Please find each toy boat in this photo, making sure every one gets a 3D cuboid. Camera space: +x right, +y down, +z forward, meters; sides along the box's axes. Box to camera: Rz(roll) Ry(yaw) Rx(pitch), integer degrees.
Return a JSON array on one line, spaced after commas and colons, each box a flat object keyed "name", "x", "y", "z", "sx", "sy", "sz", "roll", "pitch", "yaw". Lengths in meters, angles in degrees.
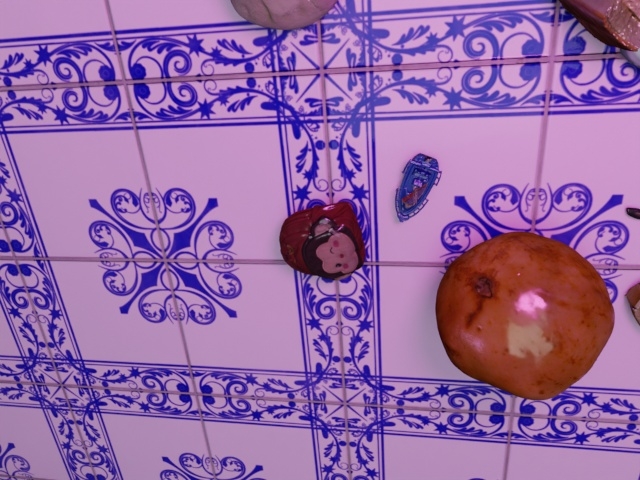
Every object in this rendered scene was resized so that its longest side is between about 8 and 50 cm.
[{"name": "toy boat", "x": 0.221, "y": -0.112, "z": 1.230, "sx": 0.091, "sy": 0.110, "sz": 0.175, "roll": 21, "pitch": 120, "yaw": 1}]

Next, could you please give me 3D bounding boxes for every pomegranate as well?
[{"name": "pomegranate", "x": 0.474, "y": 0.174, "z": 1.203, "sx": 0.409, "sy": 0.410, "sz": 0.411, "roll": 4, "pitch": 117, "yaw": 9}]

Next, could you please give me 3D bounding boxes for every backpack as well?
[{"name": "backpack", "x": 0.000, "y": 0.002, "z": 1.319, "sx": 0.229, "sy": 0.139, "sz": 0.229, "roll": 1, "pitch": 133, "yaw": 1}]

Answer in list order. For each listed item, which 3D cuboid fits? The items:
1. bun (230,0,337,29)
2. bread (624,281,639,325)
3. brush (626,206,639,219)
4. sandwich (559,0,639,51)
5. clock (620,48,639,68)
[{"name": "bun", "x": -0.079, "y": -0.562, "z": 1.027, "sx": 0.282, "sy": 0.179, "sz": 0.284, "roll": 3, "pitch": 115, "yaw": 6}, {"name": "bread", "x": 0.832, "y": 0.164, "z": 1.276, "sx": 0.117, "sy": 0.064, "sz": 0.156, "roll": -24, "pitch": 110, "yaw": 25}, {"name": "brush", "x": 0.802, "y": -0.042, "z": 1.206, "sx": 0.193, "sy": 0.016, "sz": 0.063, "roll": 18, "pitch": 117, "yaw": 1}, {"name": "sandwich", "x": 0.524, "y": -0.463, "z": 0.958, "sx": 0.220, "sy": 0.186, "sz": 0.108, "roll": 39, "pitch": 114, "yaw": -9}, {"name": "clock", "x": 0.719, "y": -0.417, "z": 1.010, "sx": 0.159, "sy": 0.066, "sz": 0.211, "roll": 33, "pitch": 117, "yaw": -7}]
